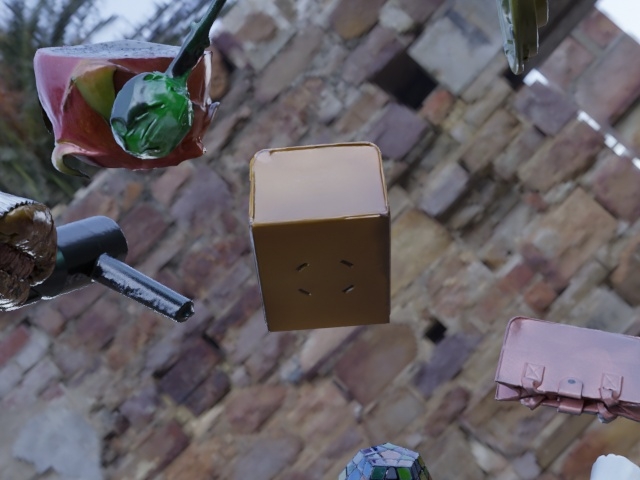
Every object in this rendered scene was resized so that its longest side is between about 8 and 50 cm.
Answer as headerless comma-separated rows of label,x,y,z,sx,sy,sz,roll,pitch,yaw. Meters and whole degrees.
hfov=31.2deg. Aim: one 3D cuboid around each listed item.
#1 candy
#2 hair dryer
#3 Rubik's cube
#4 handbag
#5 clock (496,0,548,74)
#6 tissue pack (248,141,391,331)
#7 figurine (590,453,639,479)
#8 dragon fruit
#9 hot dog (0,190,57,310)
candy,-0.135,-0.238,1.308,0.323,0.097,0.097,-59,-15,4
hair dryer,-0.360,0.071,1.894,0.244,0.302,0.116,-27,-44,-59
Rubik's cube,0.073,0.277,1.258,0.111,0.093,0.111,-23,-38,-19
handbag,0.366,0.187,1.652,0.157,0.212,0.059,-63,-24,-53
clock,0.245,-0.323,1.409,0.057,0.237,0.237,-10,-12,7
tissue pack,0.000,0.000,1.671,0.194,0.145,0.274,-6,-37,-1
figurine,0.229,0.190,0.643,0.263,0.189,0.142,-27,-16,-38
dragon fruit,-0.290,-0.203,1.752,0.290,0.290,0.189,-25,-60,-55
hot dog,-0.390,0.013,1.432,0.144,0.075,0.268,-47,-10,-12
